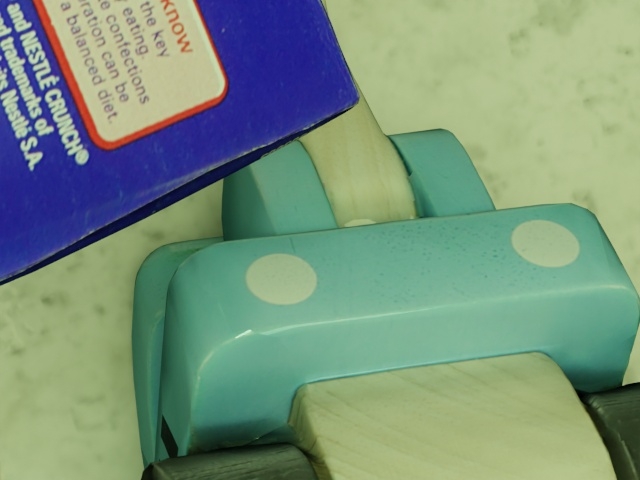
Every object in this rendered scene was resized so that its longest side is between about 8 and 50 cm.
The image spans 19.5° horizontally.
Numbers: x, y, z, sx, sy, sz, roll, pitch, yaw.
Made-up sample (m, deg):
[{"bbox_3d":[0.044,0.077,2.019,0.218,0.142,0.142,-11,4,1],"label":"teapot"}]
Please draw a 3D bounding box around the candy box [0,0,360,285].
[{"bbox_3d":[-0.142,-0.126,0.529,0.122,0.317,0.268,-26,100,-22],"label":"candy box"}]

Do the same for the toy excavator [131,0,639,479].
[{"bbox_3d":[0.000,0.000,0.805,0.222,0.445,0.433,-8,135,-17],"label":"toy excavator"}]
